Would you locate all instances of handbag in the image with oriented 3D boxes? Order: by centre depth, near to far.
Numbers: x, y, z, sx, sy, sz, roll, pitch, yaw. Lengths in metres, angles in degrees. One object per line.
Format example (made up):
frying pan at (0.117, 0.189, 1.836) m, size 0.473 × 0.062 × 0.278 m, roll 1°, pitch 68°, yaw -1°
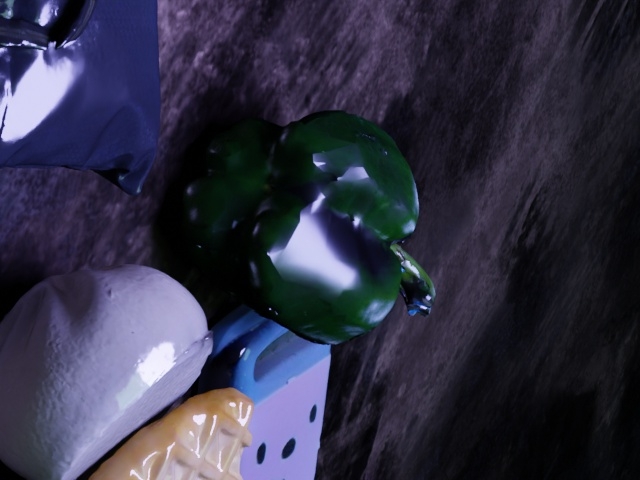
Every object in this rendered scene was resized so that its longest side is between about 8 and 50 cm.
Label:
handbag at (-0.163, -0.161, 1.072) m, size 0.211 × 0.088 × 0.254 m, roll 6°, pitch 84°, yaw -63°

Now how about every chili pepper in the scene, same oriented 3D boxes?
chili pepper at (0.000, 0.000, 1.444) m, size 0.261 × 0.165 × 0.174 m, roll 33°, pitch 59°, yaw -60°

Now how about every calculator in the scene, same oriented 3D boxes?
calculator at (-0.051, 0.161, 1.579) m, size 0.173 × 0.051 × 0.293 m, roll -29°, pitch 132°, yaw -52°

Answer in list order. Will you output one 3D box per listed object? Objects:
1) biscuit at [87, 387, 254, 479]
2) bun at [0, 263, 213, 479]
biscuit at (-0.135, 0.263, 1.277) m, size 0.204 × 0.040 × 0.309 m, roll -13°, pitch 121°, yaw -52°
bun at (-0.163, 0.082, 1.227) m, size 0.173 × 0.120 × 0.173 m, roll -44°, pitch 174°, yaw -6°
